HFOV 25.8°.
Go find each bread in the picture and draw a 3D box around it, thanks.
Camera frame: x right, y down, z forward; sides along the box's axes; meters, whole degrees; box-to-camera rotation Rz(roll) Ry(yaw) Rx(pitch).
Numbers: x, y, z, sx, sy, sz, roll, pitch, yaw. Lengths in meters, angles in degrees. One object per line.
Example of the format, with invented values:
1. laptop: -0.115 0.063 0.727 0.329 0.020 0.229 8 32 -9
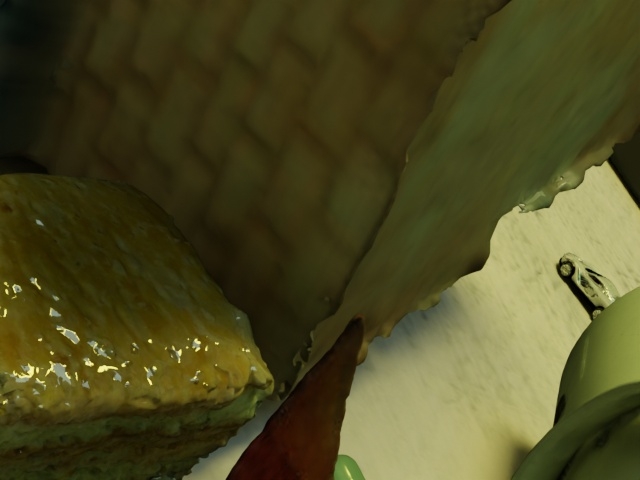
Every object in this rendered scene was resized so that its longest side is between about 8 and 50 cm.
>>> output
1. bread: -0.129 0.041 0.577 0.196 0.102 0.138 7 39 -49

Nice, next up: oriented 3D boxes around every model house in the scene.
1. model house: 0.023 -0.227 0.783 0.400 0.395 0.445 39 40 19

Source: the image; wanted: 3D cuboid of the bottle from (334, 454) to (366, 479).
1. bottle: 0.021 0.149 0.702 0.030 0.030 0.083 12 39 -47

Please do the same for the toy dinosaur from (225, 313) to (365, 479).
1. toy dinosaur: 0.014 0.185 0.502 0.206 0.113 0.327 55 14 -10

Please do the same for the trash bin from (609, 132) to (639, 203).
1. trash bin: 0.414 -0.092 1.501 0.115 0.165 0.225 18 31 -39

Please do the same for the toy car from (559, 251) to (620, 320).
1. toy car: 0.236 0.043 1.186 0.041 0.025 0.093 13 38 -48

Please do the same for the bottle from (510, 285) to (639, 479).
1. bottle: 0.208 0.169 0.745 0.229 0.229 0.351 40 28 -4
